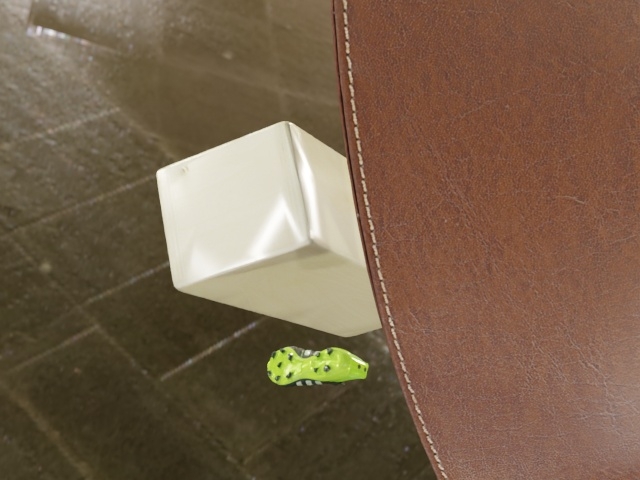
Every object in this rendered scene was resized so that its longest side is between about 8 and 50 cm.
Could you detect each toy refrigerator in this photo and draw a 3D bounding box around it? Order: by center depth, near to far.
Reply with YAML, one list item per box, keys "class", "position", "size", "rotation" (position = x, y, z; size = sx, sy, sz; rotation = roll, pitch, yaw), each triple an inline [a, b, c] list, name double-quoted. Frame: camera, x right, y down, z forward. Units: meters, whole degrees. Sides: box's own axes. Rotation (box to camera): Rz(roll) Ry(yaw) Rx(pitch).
- class: "toy refrigerator"
  position: [0.000, 0.000, 0.784]
  size: [0.269, 0.102, 0.094]
  rotation: [24, 51, -61]

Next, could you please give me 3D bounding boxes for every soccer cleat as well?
- class: "soccer cleat"
  position: [-0.008, 0.181, 1.486]
  size: [0.072, 0.179, 0.060]
  rotation: [25, 69, -33]

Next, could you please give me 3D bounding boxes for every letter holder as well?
- class: "letter holder"
  position: [0.126, -0.035, 0.530]
  size: [0.215, 0.301, 0.152]
  rotation: [-12, 27, 5]
